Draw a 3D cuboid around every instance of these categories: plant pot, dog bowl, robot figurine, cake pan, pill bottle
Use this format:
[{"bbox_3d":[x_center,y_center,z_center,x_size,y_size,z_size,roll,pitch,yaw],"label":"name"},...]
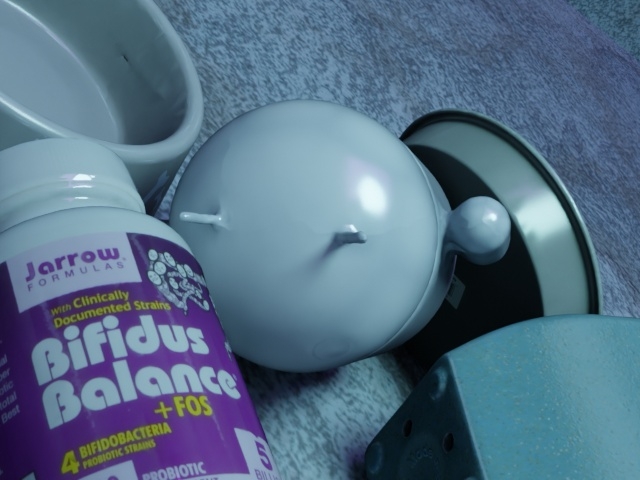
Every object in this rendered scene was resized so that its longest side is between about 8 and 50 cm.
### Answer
[{"bbox_3d":[0.183,0.206,0.956,0.252,0.248,0.247,15,40,-24],"label":"plant pot"},{"bbox_3d":[-0.244,-0.154,0.960,0.349,0.102,0.348,35,30,-24],"label":"dog bowl"},{"bbox_3d":[0.000,0.000,0.934,0.353,0.300,0.199,15,69,-79],"label":"robot figurine"},{"bbox_3d":[0.135,0.024,1.103,0.054,0.293,0.293,-23,70,-30],"label":"cake pan"},{"bbox_3d":[-0.137,0.087,0.725,0.169,0.169,0.301,13,43,-47],"label":"pill bottle"}]
